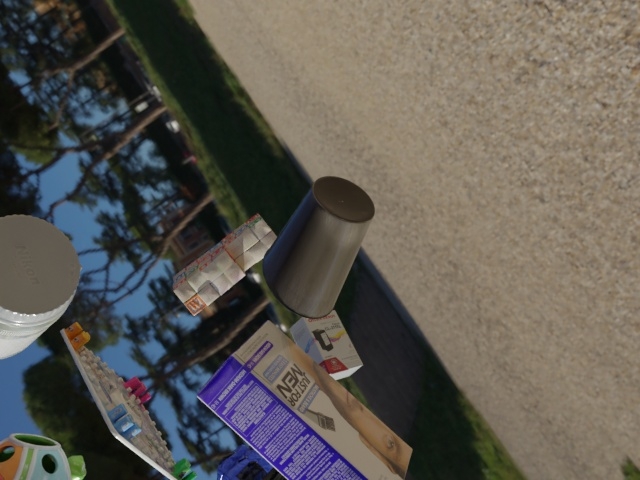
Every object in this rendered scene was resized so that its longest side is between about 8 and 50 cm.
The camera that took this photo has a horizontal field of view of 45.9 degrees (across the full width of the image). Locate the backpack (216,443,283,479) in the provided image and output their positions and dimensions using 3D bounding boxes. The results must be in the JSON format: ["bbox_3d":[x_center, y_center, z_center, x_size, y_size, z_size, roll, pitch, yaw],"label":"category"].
[{"bbox_3d":[-0.124,0.423,1.381,0.101,0.120,0.098,40,139,23],"label":"backpack"}]

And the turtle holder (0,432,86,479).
[{"bbox_3d":[-0.752,0.640,1.987,0.320,0.227,0.243,20,171,-33],"label":"turtle holder"}]

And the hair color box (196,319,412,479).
[{"bbox_3d":[-0.017,0.299,1.230,0.339,0.110,0.185,43,-162,2],"label":"hair color box"}]

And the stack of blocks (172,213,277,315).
[{"bbox_3d":[-0.251,0.058,2.023,0.087,0.297,0.171,53,176,-14],"label":"stack of blocks"}]

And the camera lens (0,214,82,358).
[{"bbox_3d":[-0.607,0.095,1.451,0.274,0.219,0.219,-33,90,45],"label":"camera lens"}]

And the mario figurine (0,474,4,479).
[{"bbox_3d":[-0.541,0.270,1.003,0.198,0.170,0.320,33,-158,-50],"label":"mario figurine"}]

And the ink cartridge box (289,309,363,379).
[{"bbox_3d":[0.014,0.284,2.022,0.127,0.072,0.175,-7,-119,-43],"label":"ink cartridge box"}]

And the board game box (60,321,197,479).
[{"bbox_3d":[-0.496,0.432,1.975,0.390,0.050,0.390,45,169,40],"label":"board game box"}]

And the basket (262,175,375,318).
[{"bbox_3d":[0.000,0.000,1.451,0.227,0.154,0.204,-61,36,37],"label":"basket"}]
